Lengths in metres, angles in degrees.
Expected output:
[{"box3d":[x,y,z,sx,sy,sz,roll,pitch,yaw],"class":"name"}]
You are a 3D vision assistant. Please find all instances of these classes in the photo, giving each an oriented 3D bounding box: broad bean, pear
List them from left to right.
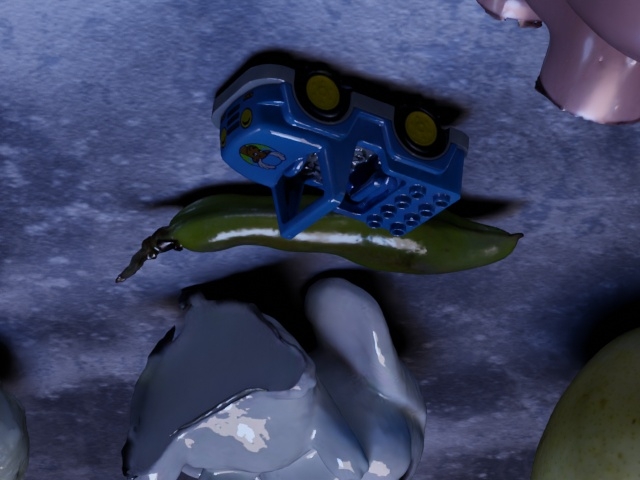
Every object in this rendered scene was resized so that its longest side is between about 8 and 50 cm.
[{"box3d":[0.000,-0.007,1.502,0.325,0.067,0.075,3,122,1],"class":"broad bean"},{"box3d":[0.336,0.213,1.675,0.309,0.309,0.309,1,152,0],"class":"pear"}]

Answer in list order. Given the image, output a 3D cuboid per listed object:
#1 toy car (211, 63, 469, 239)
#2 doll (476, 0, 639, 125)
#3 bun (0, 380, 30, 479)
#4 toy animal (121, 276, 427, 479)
[{"box3d":[0.015,-0.052,1.366,0.191,0.100,0.097,19,151,-23],"class":"toy car"},{"box3d":[0.200,-0.201,1.029,0.284,0.216,0.268,-6,131,-24],"class":"doll"},{"box3d":[-0.379,0.172,1.768,0.231,0.133,0.231,3,143,2],"class":"bun"},{"box3d":[-0.038,0.155,1.680,0.249,0.174,0.289,-16,140,10],"class":"toy animal"}]
